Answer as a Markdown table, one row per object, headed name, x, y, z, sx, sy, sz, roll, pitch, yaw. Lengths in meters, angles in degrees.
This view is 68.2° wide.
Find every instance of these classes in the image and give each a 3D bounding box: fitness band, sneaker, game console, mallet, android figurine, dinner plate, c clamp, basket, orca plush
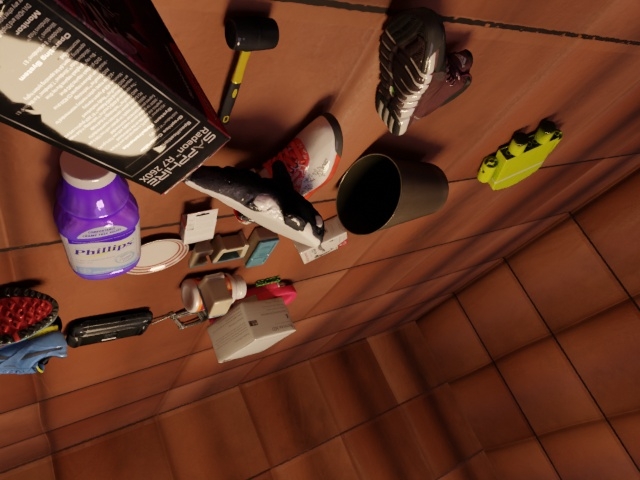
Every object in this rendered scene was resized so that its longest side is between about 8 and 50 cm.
| name | x | y | z | sx | sy | sz | roll | pitch | yaw |
| --- | --- | --- | --- | --- | --- | --- | --- | --- | --- |
| fitness band | -0.217 | 0.206 | 1.520 | 0.291 | 0.054 | 0.209 | -16 | 160 | -21 |
| sneaker | -0.625 | 0.158 | 0.896 | 0.262 | 0.104 | 0.125 | -18 | 176 | -10 |
| game console | -0.597 | 0.235 | 1.151 | 0.361 | 0.044 | 0.213 | -4 | 151 | -42 |
| sneaker | 0.181 | -0.285 | 0.748 | 0.163 | 0.106 | 0.281 | -29 | 170 | -7 |
| mallet | -0.104 | -0.223 | 0.641 | 0.062 | 0.039 | 0.189 | -19 | 163 | -24 |
| android figurine | 0.572 | -0.235 | 1.364 | 0.248 | 0.056 | 0.273 | -25 | 159 | -4 |
| sneaker | -0.626 | 0.248 | 0.966 | 0.209 | 0.082 | 0.069 | -22 | 176 | -7 |
| dinner plate | -0.346 | 0.030 | 0.985 | 0.141 | 0.017 | 0.141 | -22 | 159 | -9 |
| c clamp | -0.405 | 0.232 | 1.399 | 0.137 | 0.022 | 0.160 | -21 | 157 | -6 |
| basket | 0.179 | -0.112 | 1.080 | 0.227 | 0.154 | 0.204 | -12 | 154 | -42 |
| sneaker | -0.072 | -0.116 | 0.849 | 0.145 | 0.090 | 0.270 | -15 | 160 | -34 |
| orca plush | -0.101 | -0.088 | 0.787 | 0.287 | 0.102 | 0.151 | 23 | 167 | -19 |

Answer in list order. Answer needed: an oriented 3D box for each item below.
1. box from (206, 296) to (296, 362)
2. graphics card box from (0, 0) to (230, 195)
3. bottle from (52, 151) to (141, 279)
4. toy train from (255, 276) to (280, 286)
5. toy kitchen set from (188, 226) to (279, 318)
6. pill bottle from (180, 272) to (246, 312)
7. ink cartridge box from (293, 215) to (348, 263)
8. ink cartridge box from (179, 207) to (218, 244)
| name | x | y | z | sx | sy | sz | roll | pitch | yaw |
| --- | --- | --- | --- | --- | --- | --- | --- | --- | --- |
| box | -0.207 | 0.266 | 1.420 | 0.182 | 0.119 | 0.181 | -36 | 160 | 31 |
| graphics card box | -0.225 | -0.189 | 0.289 | 0.094 | 0.232 | 0.371 | -35 | 157 | 11 |
| bottle | -0.340 | -0.036 | 0.725 | 0.118 | 0.092 | 0.283 | -14 | 156 | -27 |
| toy train | -0.159 | 0.125 | 1.434 | 0.083 | 0.017 | 0.024 | -10 | 164 | -36 |
| toy kitchen set | -0.185 | 0.079 | 1.076 | 0.207 | 0.166 | 0.122 | -11 | 155 | -34 |
| pill bottle | -0.272 | 0.129 | 1.215 | 0.152 | 0.086 | 0.086 | -8 | 153 | -41 |
| ink cartridge box | 0.000 | 0.000 | 1.260 | 0.135 | 0.056 | 0.099 | -25 | 160 | -3 |
| ink cartridge box | -0.240 | -0.036 | 0.933 | 0.063 | 0.029 | 0.115 | -15 | 156 | -26 |
